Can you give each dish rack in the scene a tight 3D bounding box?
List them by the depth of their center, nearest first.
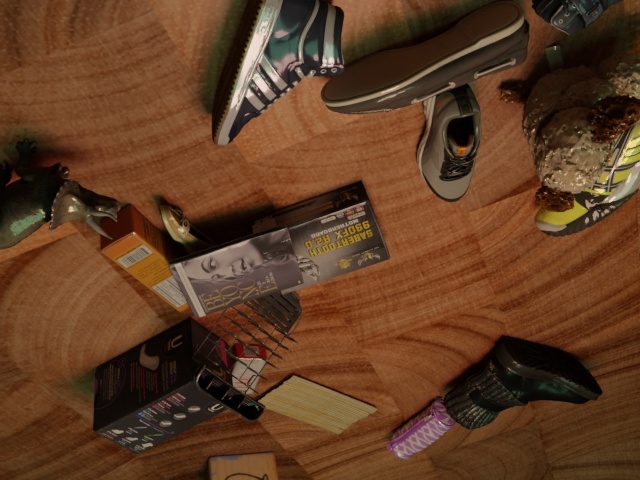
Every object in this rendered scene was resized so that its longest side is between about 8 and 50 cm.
[{"bbox_3d":[-0.135,0.204,1.572,0.271,0.074,0.208,-56,135,-12],"label":"dish rack"}]

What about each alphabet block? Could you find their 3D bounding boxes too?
[{"bbox_3d":[-0.213,0.711,2.114,0.192,0.197,0.193,-2,137,-13],"label":"alphabet block"}]

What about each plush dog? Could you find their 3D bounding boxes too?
[{"bbox_3d":[0.400,-0.172,1.251,0.211,0.225,0.262,16,126,-7],"label":"plush dog"}]

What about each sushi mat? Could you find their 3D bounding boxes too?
[{"bbox_3d":[-0.010,0.420,1.983,0.316,0.019,0.151,29,123,-37],"label":"sushi mat"}]

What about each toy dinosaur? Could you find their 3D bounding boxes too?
[{"bbox_3d":[-0.481,-0.052,1.234,0.314,0.160,0.121,-19,138,5],"label":"toy dinosaur"}]

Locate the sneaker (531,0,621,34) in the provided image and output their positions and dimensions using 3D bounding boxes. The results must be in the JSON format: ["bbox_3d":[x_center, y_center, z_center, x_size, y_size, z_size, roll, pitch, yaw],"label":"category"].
[{"bbox_3d":[0.372,-0.401,1.130,0.163,0.086,0.226,-32,136,16],"label":"sneaker"}]

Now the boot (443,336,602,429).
[{"bbox_3d":[0.513,0.389,1.996,0.348,0.131,0.260,22,122,-20],"label":"boot"}]

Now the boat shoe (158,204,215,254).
[{"bbox_3d":[-0.243,-0.020,1.414,0.048,0.056,0.153,-28,139,2],"label":"boat shoe"}]

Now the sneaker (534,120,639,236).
[{"bbox_3d":[0.530,-0.155,1.435,0.147,0.145,0.384,40,126,-6],"label":"sneaker"}]

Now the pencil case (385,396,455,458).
[{"bbox_3d":[0.272,0.510,2.103,0.088,0.086,0.206,1,140,-45],"label":"pencil case"}]

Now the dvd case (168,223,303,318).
[{"bbox_3d":[-0.151,0.060,1.450,0.221,0.018,0.164,-17,138,-3],"label":"dvd case"}]

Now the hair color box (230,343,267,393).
[{"bbox_3d":[-0.173,0.294,1.782,0.072,0.043,0.141,5,134,-20],"label":"hair color box"}]

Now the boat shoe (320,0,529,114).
[{"bbox_3d":[0.169,-0.257,1.217,0.335,0.112,0.095,-23,133,6],"label":"boat shoe"}]

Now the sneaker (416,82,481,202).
[{"bbox_3d":[0.225,-0.157,1.345,0.100,0.108,0.271,-13,140,-3],"label":"sneaker"}]

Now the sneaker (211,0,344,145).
[{"bbox_3d":[-0.062,-0.246,1.177,0.153,0.099,0.282,10,130,-22],"label":"sneaker"}]

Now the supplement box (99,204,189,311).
[{"bbox_3d":[-0.303,0.038,1.442,0.080,0.078,0.233,-28,137,10],"label":"supplement box"}]

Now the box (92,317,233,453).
[{"bbox_3d":[-0.334,0.313,1.669,0.270,0.165,0.143,-29,136,17],"label":"box"}]

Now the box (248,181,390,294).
[{"bbox_3d":[0.000,0.000,1.495,0.231,0.056,0.183,-18,138,6],"label":"box"}]
